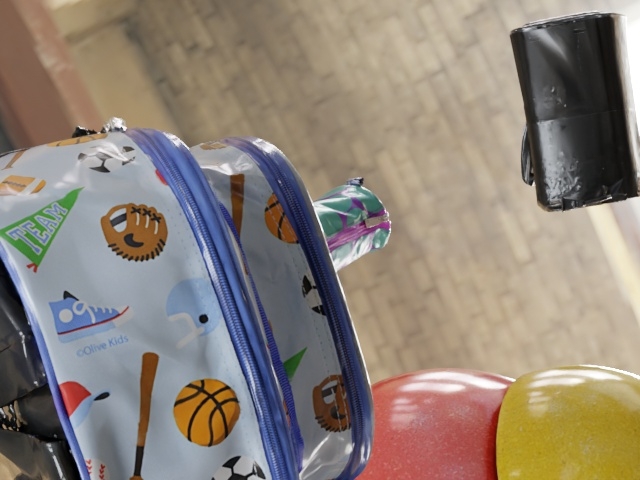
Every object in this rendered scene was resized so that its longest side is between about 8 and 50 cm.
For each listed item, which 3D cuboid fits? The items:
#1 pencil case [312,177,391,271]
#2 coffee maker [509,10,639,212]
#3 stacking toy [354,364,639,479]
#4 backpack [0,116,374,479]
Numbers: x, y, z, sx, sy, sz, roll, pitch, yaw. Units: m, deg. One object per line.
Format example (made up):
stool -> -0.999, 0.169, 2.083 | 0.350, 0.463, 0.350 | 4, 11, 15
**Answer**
pencil case -> 0.000, 0.000, 1.553 | 0.152, 0.070, 0.064 | -32, -72, -58
coffee maker -> 0.247, -0.121, 1.804 | 0.171, 0.120, 0.178 | -161, 61, -87
stacking toy -> 0.151, 0.198, 1.245 | 0.350, 0.480, 0.350 | 40, -139, -45
backpack -> -0.091, 0.064, 0.943 | 0.213, 0.263, 0.276 | -24, -86, -9
